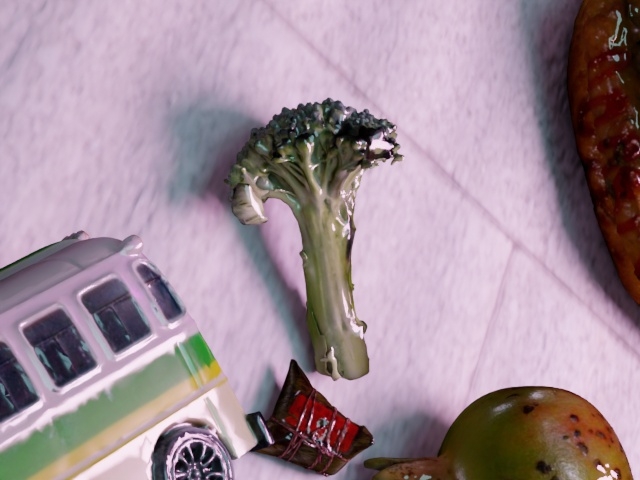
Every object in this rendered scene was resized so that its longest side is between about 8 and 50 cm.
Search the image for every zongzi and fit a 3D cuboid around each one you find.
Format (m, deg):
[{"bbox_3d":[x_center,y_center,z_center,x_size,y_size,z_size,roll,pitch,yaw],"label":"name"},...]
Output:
[{"bbox_3d":[-0.018,0.135,1.193,0.073,0.067,0.083,-40,89,-31],"label":"zongzi"}]

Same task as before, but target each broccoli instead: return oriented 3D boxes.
[{"bbox_3d":[0.002,0.000,1.219,0.122,0.118,0.204,-48,134,-73],"label":"broccoli"}]

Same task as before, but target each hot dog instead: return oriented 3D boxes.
[{"bbox_3d":[0.332,-0.086,1.493,0.223,0.185,0.405,-14,89,-47],"label":"hot dog"}]

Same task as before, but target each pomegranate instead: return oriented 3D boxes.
[{"bbox_3d":[0.133,0.182,1.258,0.205,0.159,0.159,-1,78,-16],"label":"pomegranate"}]

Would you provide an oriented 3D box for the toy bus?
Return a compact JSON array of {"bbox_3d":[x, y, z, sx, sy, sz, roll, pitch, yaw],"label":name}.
[{"bbox_3d":[-0.193,0.123,0.946,0.305,0.143,0.179,-31,99,-44],"label":"toy bus"}]
